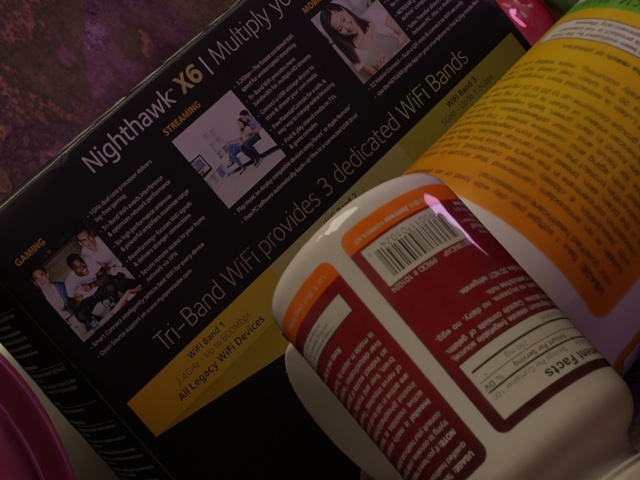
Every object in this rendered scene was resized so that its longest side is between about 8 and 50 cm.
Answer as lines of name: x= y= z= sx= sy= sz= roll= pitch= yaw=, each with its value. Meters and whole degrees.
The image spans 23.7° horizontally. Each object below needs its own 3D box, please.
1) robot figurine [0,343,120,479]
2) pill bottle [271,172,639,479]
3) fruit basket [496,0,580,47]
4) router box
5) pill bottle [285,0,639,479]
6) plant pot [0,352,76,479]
robot figurine: x=-0.163 y=0.114 z=0.901 sx=0.300 sy=0.200 sz=0.353 roll=21 pitch=69 yaw=34
pill bottle: x=0.058 y=0.055 z=0.562 sx=0.086 sy=0.152 sz=0.086 roll=-35 pitch=-20 yaw=-15
fruit basket: x=0.116 y=-0.156 z=1.045 sx=0.327 sy=0.165 sz=0.353 roll=-10 pitch=17 yaw=11
router box: x=0.000 y=0.000 z=0.782 sx=0.309 sy=0.243 sz=0.081 roll=-44 pitch=11 yaw=-24
pill bottle: x=0.101 y=0.003 z=0.706 sx=0.245 sy=0.136 sz=0.136 roll=-44 pitch=11 yaw=-24
plant pot: x=-0.130 y=0.104 z=0.342 sx=0.201 sy=0.201 sz=0.180 roll=-43 pitch=26 yaw=-18
